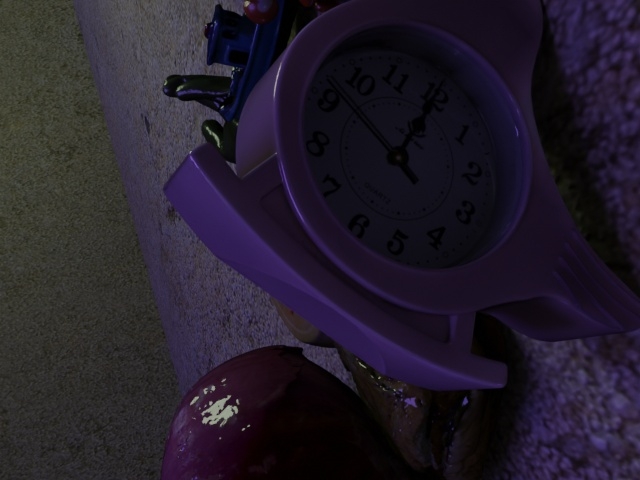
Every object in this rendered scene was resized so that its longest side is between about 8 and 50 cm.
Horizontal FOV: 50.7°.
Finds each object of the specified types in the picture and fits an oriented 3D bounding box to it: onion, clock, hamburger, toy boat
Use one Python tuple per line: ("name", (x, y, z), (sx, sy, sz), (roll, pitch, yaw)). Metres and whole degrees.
("onion", (-0.026, 0.308, 0.724), (0.345, 0.358, 0.358), (-60, 37, 10))
("clock", (0.094, -0.040, 0.445), (0.290, 0.275, 0.080), (40, 157, -11))
("hamburger", (0.097, 0.121, 0.625), (0.183, 0.130, 0.206), (56, 169, 42))
("toy boat", (-0.084, -0.244, 0.783), (0.100, 0.097, 0.223), (-96, 21, -46))

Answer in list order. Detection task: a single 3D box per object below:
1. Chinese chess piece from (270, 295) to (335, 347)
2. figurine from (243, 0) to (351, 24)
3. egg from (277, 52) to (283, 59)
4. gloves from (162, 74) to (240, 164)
("Chinese chess piece", (0.000, 0.000, 0.776), (0.251, 0.097, 0.250), (166, 90, -68))
("figurine", (-0.070, -0.283, 0.596), (0.160, 0.226, 0.183), (40, 139, 53))
("egg", (-0.015, -0.179, 0.738), (0.083, 0.071, 0.071), (-178, 74, -82))
("gloves", (-0.116, -0.166, 0.937), (0.268, 0.107, 0.135), (39, 136, 29))
